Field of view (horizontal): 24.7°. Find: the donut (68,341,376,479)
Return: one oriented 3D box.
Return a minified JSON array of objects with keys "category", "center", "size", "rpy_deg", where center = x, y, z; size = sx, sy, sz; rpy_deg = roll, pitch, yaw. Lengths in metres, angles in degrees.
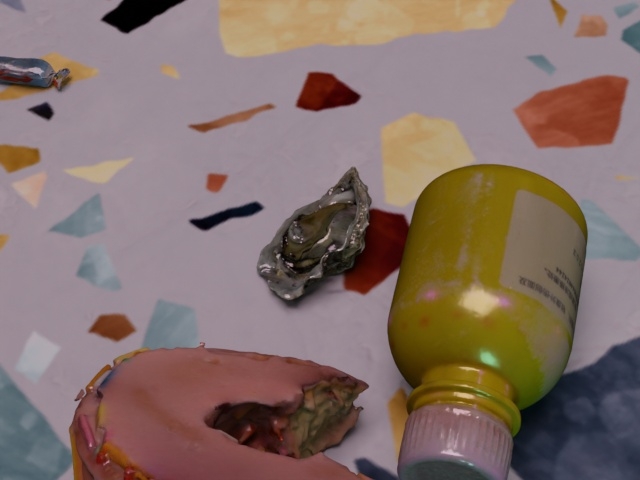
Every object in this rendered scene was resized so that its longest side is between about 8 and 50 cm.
[{"category":"donut","center":[-0.053,0.139,0.875],"size":[0.199,0.085,0.233],"rpy_deg":[7,20,-12]}]

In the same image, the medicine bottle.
[{"category":"medicine bottle","center":[0.103,0.065,0.950],"size":[0.122,0.122,0.212],"rpy_deg":[8,55,12]}]

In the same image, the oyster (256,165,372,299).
[{"category":"oyster","center":[0.000,-0.001,1.073],"size":[0.100,0.037,0.098],"rpy_deg":[-34,35,5]}]

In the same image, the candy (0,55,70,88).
[{"category":"candy","center":[-0.249,-0.138,1.204],"size":[0.083,0.020,0.030],"rpy_deg":[10,55,11]}]
